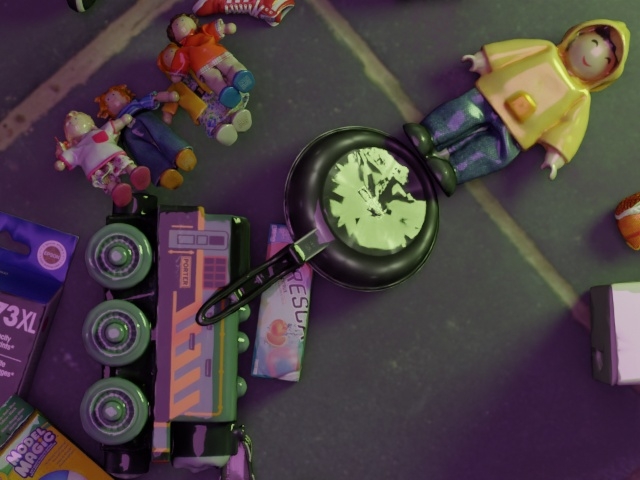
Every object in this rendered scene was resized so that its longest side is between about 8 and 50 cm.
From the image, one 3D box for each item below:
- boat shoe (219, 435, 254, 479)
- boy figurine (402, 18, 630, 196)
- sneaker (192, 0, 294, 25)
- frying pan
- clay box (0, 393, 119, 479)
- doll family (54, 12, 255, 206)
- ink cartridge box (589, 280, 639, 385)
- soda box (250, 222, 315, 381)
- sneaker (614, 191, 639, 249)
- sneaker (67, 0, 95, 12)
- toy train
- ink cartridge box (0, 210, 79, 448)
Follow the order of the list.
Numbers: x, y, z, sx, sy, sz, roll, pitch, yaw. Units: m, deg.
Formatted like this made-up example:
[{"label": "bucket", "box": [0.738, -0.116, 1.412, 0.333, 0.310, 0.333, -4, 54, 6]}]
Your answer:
[{"label": "boat shoe", "box": [-0.097, 0.289, 1.960, 0.046, 0.038, 0.125, 3, 87, 3]}, {"label": "boy figurine", "box": [0.244, -0.158, 1.941, 0.285, 0.092, 0.177, -30, 84, 4]}, {"label": "sneaker", "box": [-0.089, -0.277, 1.984, 0.118, 0.042, 0.067, -25, 83, -1]}, {"label": "frying pan", "box": [-0.005, -0.029, 1.908, 0.326, 0.053, 0.197, -10, 83, -24]}, {"label": "clay box", "box": [-0.311, 0.294, 1.929, 0.222, 0.053, 0.127, 43, 84, -14]}, {"label": "doll family", "box": [-0.185, -0.147, 1.940, 0.263, 0.118, 0.163, -42, 57, -1]}, {"label": "ink cartridge box", "box": [0.447, 0.097, 1.864, 0.272, 0.198, 0.115, -3, 87, 2]}, {"label": "soda box", "box": [-0.040, 0.072, 1.955, 0.058, 0.063, 0.183, 7, 88, 3]}, {"label": "sneaker", "box": [0.430, -0.043, 1.949, 0.175, 0.064, 0.067, -23, 106, 6]}, {"label": "sneaker", "box": [-0.218, -0.366, 1.974, 0.097, 0.084, 0.235, 28, 89, 2]}, {"label": "toy train", "box": [-0.176, 0.107, 1.922, 0.190, 0.142, 0.334, 1, 85, -3]}, {"label": "ink cartridge box", "box": [-0.428, 0.143, 1.973, 0.175, 0.069, 0.371, 18, 86, 3]}]
